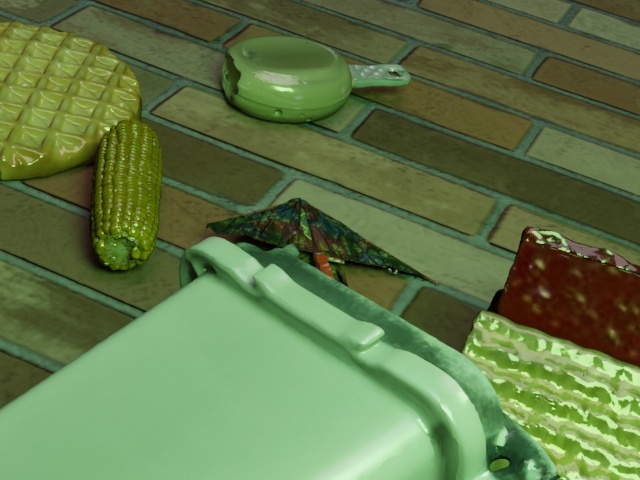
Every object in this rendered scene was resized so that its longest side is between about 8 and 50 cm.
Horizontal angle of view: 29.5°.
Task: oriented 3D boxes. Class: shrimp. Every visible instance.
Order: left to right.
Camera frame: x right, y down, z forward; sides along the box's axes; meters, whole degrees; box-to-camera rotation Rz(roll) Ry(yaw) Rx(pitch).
[{"bbox_3d":[-0.016,0.035,1.126,0.083,0.023,0.114,20,30,8],"label":"shrimp"}]

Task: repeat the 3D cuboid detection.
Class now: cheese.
[{"bbox_3d":[-0.001,-0.190,1.417,0.227,0.064,0.137,-4,39,-23],"label":"cheese"}]

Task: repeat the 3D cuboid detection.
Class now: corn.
[{"bbox_3d":[-0.185,-0.046,1.156,0.068,0.068,0.207,5,38,-10],"label":"corn"}]

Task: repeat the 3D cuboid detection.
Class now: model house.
[{"bbox_3d":[0.193,0.134,0.928,0.196,0.160,0.254,20,37,12],"label":"model house"}]

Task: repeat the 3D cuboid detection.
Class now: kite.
[{"bbox_3d":[0.000,-0.001,1.170,0.232,0.009,0.189,11,25,-15],"label":"kite"}]

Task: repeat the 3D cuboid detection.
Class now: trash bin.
[{"bbox_3d":[-0.076,0.196,0.685,0.368,0.255,0.296,-28,43,-35],"label":"trash bin"}]

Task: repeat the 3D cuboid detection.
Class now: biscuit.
[{"bbox_3d":[-0.300,-0.171,1.323,0.205,0.040,0.309,-9,40,-27],"label":"biscuit"}]
